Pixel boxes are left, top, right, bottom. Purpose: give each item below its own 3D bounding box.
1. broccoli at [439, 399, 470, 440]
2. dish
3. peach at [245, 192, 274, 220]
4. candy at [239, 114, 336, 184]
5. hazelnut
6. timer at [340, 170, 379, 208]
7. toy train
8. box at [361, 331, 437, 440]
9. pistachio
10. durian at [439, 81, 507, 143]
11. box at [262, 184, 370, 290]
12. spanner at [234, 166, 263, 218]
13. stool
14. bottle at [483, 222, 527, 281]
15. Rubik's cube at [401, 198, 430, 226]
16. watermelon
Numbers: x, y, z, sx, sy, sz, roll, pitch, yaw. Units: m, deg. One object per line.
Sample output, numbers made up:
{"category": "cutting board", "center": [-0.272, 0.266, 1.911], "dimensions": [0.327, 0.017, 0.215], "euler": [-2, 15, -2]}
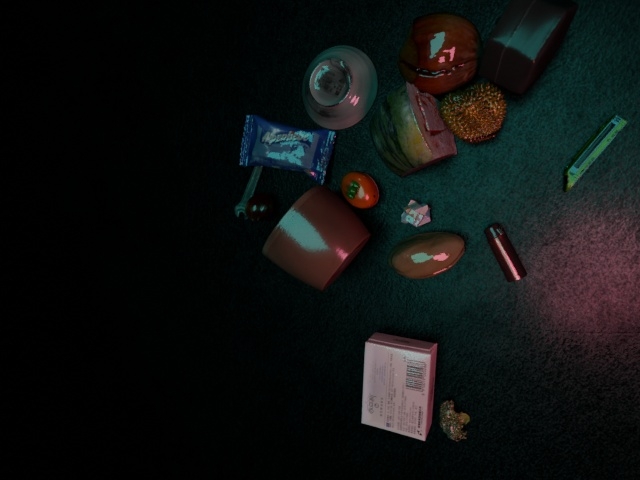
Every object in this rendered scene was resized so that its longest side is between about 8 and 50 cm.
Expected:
{"category": "broccoli", "center": [0.404, 0.542, 1.288], "dimensions": [0.092, 0.097, 0.095], "euler": [-10, 120, -15]}
{"category": "dish", "center": [0.042, -0.483, 1.325], "dimensions": [0.261, 0.085, 0.260], "euler": [3, 97, 24]}
{"category": "peach", "center": [-0.212, -0.118, 1.477], "dimensions": [0.101, 0.101, 0.100], "euler": [3, 97, 24]}
{"category": "candy", "center": [-0.120, -0.307, 1.419], "dimensions": [0.332, 0.077, 0.186], "euler": [14, 95, 14]}
{"category": "hazelnut", "center": [0.322, -0.493, 1.140], "dimensions": [0.181, 0.181, 0.212], "euler": [48, 157, 35]}
{"category": "timer", "center": [0.118, -0.158, 1.307], "dimensions": [0.136, 0.136, 0.099], "euler": [43, 105, 15]}
{"category": "toy train", "center": [0.681, -0.219, 1.083], "dimensions": [0.042, 0.044, 0.209], "euler": [40, 110, 15]}
{"category": "box", "center": [0.243, 0.444, 1.316], "dimensions": [0.203, 0.116, 0.273], "euler": [5, 98, 24]}
{"category": "pistachio", "center": [0.309, 0.043, 1.244], "dimensions": [0.226, 0.136, 0.135], "euler": [-17, 89, 19]}
{"category": "durian", "center": [0.416, -0.346, 1.142], "dimensions": [0.158, 0.137, 0.168], "euler": [-35, 91, 26]}
{"category": "box", "center": [0.000, 0.000, 1.289], "dimensions": [0.216, 0.301, 0.301], "euler": [41, 110, 11]}
{"category": "spanner", "center": [-0.239, -0.215, 1.520], "dimensions": [0.071, 0.017, 0.301], "euler": [28, 107, 18]}
{"category": "stool", "center": [0.503, -0.489, 1.045], "dimensions": [0.141, 0.232, 0.232], "euler": [34, 108, 20]}
{"category": "bottle", "center": [0.511, 0.031, 1.181], "dimensions": [0.060, 0.060, 0.164], "euler": [-28, 84, 24]}
{"category": "Rubik's cube", "center": [0.286, -0.080, 1.264], "dimensions": [0.084, 0.073, 0.075], "euler": [17, 103, 24]}
{"category": "watermelon", "center": [0.267, -0.314, 1.227], "dimensions": [0.212, 0.201, 0.262], "euler": [69, 160, 0]}
